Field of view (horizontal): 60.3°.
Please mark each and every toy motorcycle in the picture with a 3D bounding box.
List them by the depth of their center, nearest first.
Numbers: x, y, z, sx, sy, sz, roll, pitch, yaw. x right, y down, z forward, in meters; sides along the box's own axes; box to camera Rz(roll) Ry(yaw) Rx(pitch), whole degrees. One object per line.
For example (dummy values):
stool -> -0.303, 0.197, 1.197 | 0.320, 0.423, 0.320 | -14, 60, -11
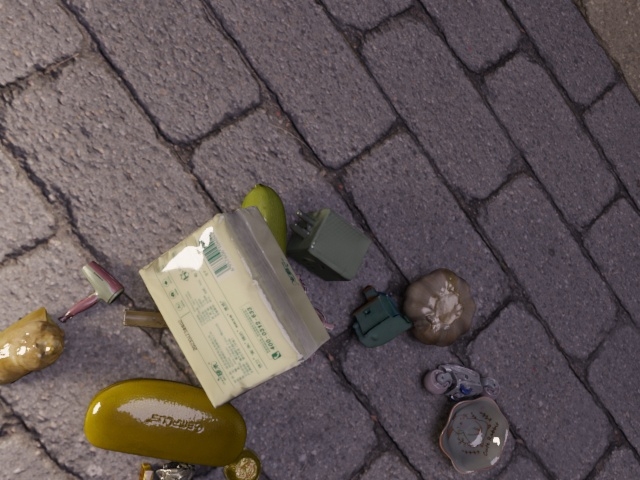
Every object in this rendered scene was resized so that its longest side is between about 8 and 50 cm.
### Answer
toy motorcycle -> 0.423, 0.421, 1.652 | 0.254, 0.112, 0.113 | 11, 77, -19

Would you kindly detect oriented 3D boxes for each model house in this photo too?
model house -> 0.158, 0.204, 1.564 | 0.119, 0.148, 0.149 | 38, 22, -48

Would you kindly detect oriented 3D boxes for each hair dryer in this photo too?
hair dryer -> -0.558, 0.136, 1.309 | 0.106, 0.054, 0.154 | 44, 72, -6

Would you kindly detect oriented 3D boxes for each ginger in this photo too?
ginger -> -0.658, 0.256, 1.213 | 0.193, 0.122, 0.115 | -41, 118, -18

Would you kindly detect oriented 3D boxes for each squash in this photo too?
squash -> -0.151, -0.027, 1.456 | 0.132, 0.132, 0.247 | 6, 79, -22

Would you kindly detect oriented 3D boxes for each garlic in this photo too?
garlic -> 0.345, 0.198, 1.617 | 0.227, 0.152, 0.228 | 1, 88, -19

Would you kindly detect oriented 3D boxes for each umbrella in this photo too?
umbrella -> -0.352, 0.696, 1.270 | 0.106, 0.113, 0.358 | 8, 82, 6

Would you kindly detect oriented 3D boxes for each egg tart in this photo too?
egg tart -> -0.192, 0.576, 1.391 | 0.105, 0.039, 0.105 | 5, 78, -24

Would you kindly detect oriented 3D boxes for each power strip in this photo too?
power strip -> 0.000, 0.000, 1.493 | 0.224, 0.140, 0.139 | 36, 70, -24

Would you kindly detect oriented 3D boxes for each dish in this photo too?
dish -> 0.441, 0.566, 1.633 | 0.229, 0.081, 0.230 | 0, 90, -17

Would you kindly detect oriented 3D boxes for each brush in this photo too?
brush -> -0.368, 0.204, 1.384 | 0.247, 0.036, 0.043 | 9, 82, -28

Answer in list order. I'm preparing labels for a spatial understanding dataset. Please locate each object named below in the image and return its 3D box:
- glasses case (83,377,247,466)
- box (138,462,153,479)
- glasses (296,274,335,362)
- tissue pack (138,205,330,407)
glasses case -> -0.352, 0.421, 1.294 | 0.371, 0.141, 0.173 | 18, 74, -20
box -> -0.412, 0.602, 1.268 | 0.022, 0.089, 0.157 | 12, 75, -22
glasses -> -0.068, 0.211, 1.476 | 0.162, 0.095, 0.256 | -34, 93, -16
tissue pack -> -0.201, 0.152, 1.283 | 0.381, 0.297, 0.207 | 61, 22, 4
